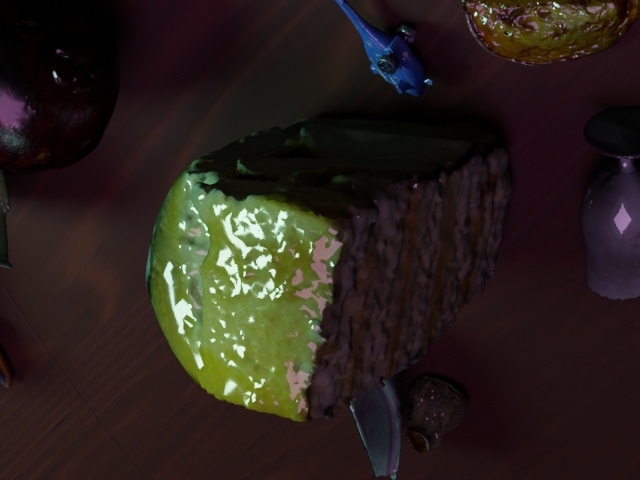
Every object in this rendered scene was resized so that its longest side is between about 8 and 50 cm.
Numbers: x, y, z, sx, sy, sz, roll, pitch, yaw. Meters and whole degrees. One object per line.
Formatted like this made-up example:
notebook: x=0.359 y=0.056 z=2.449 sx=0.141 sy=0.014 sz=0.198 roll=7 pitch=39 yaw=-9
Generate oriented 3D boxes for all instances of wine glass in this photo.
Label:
wine glass: x=0.319 y=-0.035 z=1.709 sx=0.093 sy=0.093 sz=0.202 roll=1 pitch=128 yaw=9

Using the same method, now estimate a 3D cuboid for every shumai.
shumai: x=0.137 y=0.218 z=1.969 sx=0.082 sy=0.080 sz=0.083 roll=-11 pitch=126 yaw=16

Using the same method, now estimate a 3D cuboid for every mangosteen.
mangosteen: x=-0.302 y=-0.164 z=1.637 sx=0.210 sy=0.210 sz=0.210 roll=5 pitch=131 yaw=6

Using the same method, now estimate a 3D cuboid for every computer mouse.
computer mouse: x=0.066 y=0.186 z=1.936 sx=0.071 sy=0.126 sz=0.231 roll=-20 pitch=123 yaw=-1

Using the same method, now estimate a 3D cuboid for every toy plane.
toy plane: x=0.052 y=-0.203 z=1.640 sx=0.062 sy=0.054 sz=0.167 roll=-7 pitch=135 yaw=49

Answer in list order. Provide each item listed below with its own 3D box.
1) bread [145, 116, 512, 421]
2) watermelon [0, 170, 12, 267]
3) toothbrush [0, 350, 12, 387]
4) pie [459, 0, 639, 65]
bread: x=0.001 y=-0.004 z=1.671 sx=0.264 sy=0.395 sz=0.239 roll=17 pitch=117 yaw=28
watermelon: x=-0.485 y=-0.135 z=1.708 sx=0.319 sy=0.292 sz=0.222 roll=30 pitch=103 yaw=30
toothbrush: x=-0.433 y=0.064 z=1.971 sx=0.031 sy=0.023 sz=0.321 roll=-3 pitch=130 yaw=21
pie: x=0.238 y=-0.211 z=1.609 sx=0.191 sy=0.033 sz=0.088 roll=-4 pitch=134 yaw=13
